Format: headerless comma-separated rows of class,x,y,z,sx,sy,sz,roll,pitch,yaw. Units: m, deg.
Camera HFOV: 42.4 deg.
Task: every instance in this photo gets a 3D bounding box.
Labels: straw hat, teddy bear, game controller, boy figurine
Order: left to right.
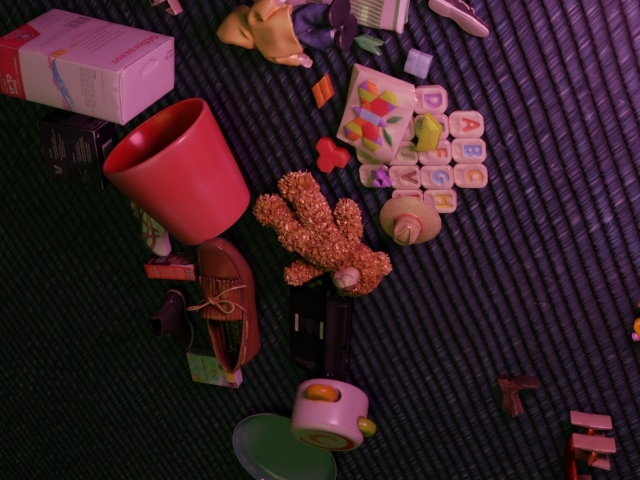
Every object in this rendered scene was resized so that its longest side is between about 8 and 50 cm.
boy figurine,-0.071,-0.411,1.617,0.285,0.092,0.177,5,143,33
game controller,-0.003,0.210,2.044,0.167,0.067,0.319,22,128,27
teddy bear,0.000,0.000,1.839,0.245,0.113,0.338,-24,104,12
straw hat,0.186,-0.023,1.779,0.145,0.061,0.144,14,138,13

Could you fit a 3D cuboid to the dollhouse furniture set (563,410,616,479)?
dollhouse furniture set,0.573,0.558,1.882,0.135,0.259,0.262,8,123,7

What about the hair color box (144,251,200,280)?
hair color box,-0.366,0.063,2.089,0.141,0.072,0.043,2,122,21

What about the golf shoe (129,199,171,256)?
golf shoe,-0.404,-0.041,2.041,0.086,0.067,0.186,-4,119,24

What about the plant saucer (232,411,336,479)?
plant saucer,-0.098,0.601,2.343,0.318,0.043,0.317,11,126,16

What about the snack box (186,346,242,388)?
snack box,-0.290,0.348,2.264,0.141,0.037,0.100,6,122,21

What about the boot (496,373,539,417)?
boot,0.471,0.371,1.943,0.106,0.037,0.114,5,121,37

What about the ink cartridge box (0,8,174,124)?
ink cartridge box,-0.498,-0.375,1.763,0.306,0.226,0.131,17,127,14

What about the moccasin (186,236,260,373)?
moccasin,-0.243,0.162,2.052,0.139,0.147,0.380,10,125,18

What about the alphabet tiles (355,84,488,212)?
alphabet tiles,0.203,-0.183,1.710,0.278,0.021,0.284,2,122,22

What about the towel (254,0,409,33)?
towel,0.022,-0.534,1.549,0.325,0.038,0.247,17,127,13

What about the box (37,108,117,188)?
box,-0.576,-0.222,1.981,0.158,0.093,0.156,12,125,15

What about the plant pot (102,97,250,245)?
plant pot,-0.300,-0.139,1.824,0.275,0.275,0.243,-16,123,31

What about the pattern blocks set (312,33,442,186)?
pattern blocks set,0.110,-0.254,1.679,0.286,0.026,0.324,17,127,21

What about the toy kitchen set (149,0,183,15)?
toy kitchen set,-0.332,-0.489,1.704,0.075,0.083,0.068,-16,113,31

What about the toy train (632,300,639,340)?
toy train,0.712,0.168,1.702,0.125,0.046,0.166,5,126,19

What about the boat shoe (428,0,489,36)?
boat shoe,0.260,-0.420,1.518,0.125,0.038,0.046,31,164,4

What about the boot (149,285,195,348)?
boot,-0.400,0.235,2.176,0.077,0.137,0.197,6,124,21

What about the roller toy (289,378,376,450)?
roller toy,0.021,0.436,2.093,0.209,0.146,0.191,26,147,-24
